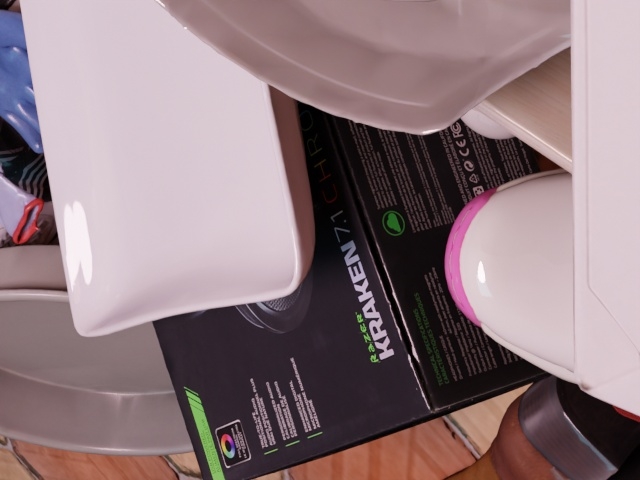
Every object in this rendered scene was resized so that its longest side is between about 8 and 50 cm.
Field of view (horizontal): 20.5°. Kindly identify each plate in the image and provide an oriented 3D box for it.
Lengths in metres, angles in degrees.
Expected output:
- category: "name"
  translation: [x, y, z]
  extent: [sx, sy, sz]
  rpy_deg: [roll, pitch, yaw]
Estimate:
- category: "plate"
  translation: [-0.088, -0.094, 0.995]
  extent: [0.278, 0.045, 0.277]
  rpy_deg: [-14, 84, 58]

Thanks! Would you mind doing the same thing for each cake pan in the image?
- category: "cake pan"
  translation: [-0.179, 0.086, 1.347]
  extent: [0.293, 0.054, 0.293]
  rpy_deg: [4, 151, 2]

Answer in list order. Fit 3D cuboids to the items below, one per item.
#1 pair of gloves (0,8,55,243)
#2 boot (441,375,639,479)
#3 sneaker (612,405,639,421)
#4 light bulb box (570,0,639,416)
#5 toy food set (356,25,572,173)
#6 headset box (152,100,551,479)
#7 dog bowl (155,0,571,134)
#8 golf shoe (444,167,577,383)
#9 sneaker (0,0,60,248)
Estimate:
- category: "pair of gloves"
  translation: [-0.228, -0.093, 1.188]
  extent: [0.159, 0.023, 0.198]
  rpy_deg: [44, 138, 6]
- category: "boot"
  translation: [0.180, 0.233, 1.159]
  extent: [0.264, 0.096, 0.280]
  rpy_deg: [45, 146, 9]
- category: "sneaker"
  translation: [0.213, 0.037, 0.965]
  extent: [0.087, 0.128, 0.221]
  rpy_deg: [21, 169, 19]
- category: "light bulb box"
  translation: [0.310, -0.073, 0.478]
  extent: [0.358, 0.361, 0.225]
  rpy_deg: [23, 136, 32]
- category: "toy food set"
  translation: [0.180, -0.067, 0.771]
  extent: [0.306, 0.220, 0.092]
  rpy_deg: [36, 154, 21]
- category: "headset box"
  translation: [0.000, 0.000, 1.060]
  extent: [0.283, 0.131, 0.246]
  rpy_deg: [-28, 78, 56]
- category: "dog bowl"
  translation: [0.017, -0.212, 0.627]
  extent: [0.349, 0.102, 0.348]
  rpy_deg: [29, 139, 28]
- category: "golf shoe"
  translation: [0.211, 0.027, 0.793]
  extent: [0.306, 0.115, 0.140]
  rpy_deg: [11, 177, -7]
- category: "sneaker"
  translation: [-0.263, -0.116, 1.324]
  extent: [0.210, 0.137, 0.366]
  rpy_deg: [41, 140, 16]
